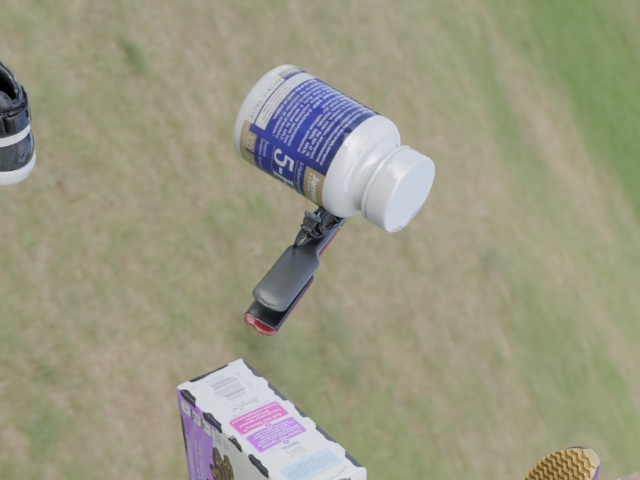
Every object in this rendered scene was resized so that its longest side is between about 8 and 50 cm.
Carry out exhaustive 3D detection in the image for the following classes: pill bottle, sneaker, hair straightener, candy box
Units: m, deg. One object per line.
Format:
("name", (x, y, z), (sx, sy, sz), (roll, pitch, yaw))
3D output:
("pill bottle", (0.016, -0.088, 1.604), (0.187, 0.112, 0.112), (32, 7, 24))
("sneaker", (-0.349, -0.132, 1.394), (0.079, 0.217, 0.121), (-71, 174, -47))
("hair straightener", (0.000, 0.000, 1.681), (0.047, 0.089, 0.230), (34, 50, 12))
("candy box", (-0.038, 0.222, 1.374), (0.196, 0.070, 0.165), (36, -41, 47))
("sneaker", (0.283, 0.317, 1.961), (0.084, 0.185, 0.069), (9, 41, -49))

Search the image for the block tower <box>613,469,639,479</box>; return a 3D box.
("block tower", (0.236, 0.226, 1.220), (0.091, 0.335, 0.097), (-4, 67, -54))
